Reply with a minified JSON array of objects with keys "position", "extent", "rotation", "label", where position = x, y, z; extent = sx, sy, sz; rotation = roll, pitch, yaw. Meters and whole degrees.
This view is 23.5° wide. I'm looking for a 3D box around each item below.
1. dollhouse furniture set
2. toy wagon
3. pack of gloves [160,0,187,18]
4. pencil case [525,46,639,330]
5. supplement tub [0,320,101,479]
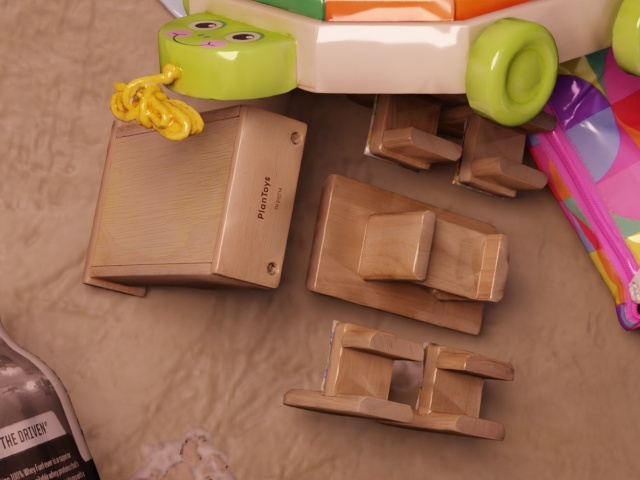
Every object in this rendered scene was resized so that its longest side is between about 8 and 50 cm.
[{"position":[0.000,0.000,0.974],"extent":[0.242,0.161,0.212],"rotation":[16,79,-34],"label":"dollhouse furniture set"},{"position":[0.034,-0.132,0.891],"extent":[0.344,0.267,0.068],"rotation":[-20,119,-37],"label":"toy wagon"},{"position":[-0.068,-0.262,1.004],"extent":[0.195,0.046,0.232],"rotation":[-46,105,-15],"label":"pack of gloves"},{"position":[0.197,-0.053,1.035],"extent":[0.104,0.104,0.236],"rotation":[-27,87,-18],"label":"pencil case"},{"position":[-0.203,0.201,0.828],"extent":[0.207,0.207,0.338],"rotation":[-19,87,-17],"label":"supplement tub"}]
